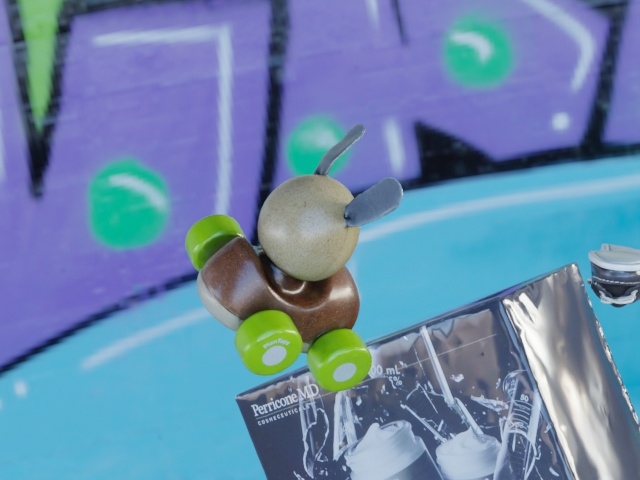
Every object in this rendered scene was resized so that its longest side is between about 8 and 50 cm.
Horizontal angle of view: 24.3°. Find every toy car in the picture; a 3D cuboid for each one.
[{"bbox_3d":[0.000,0.000,1.221,0.149,0.188,0.155,17,29,-39],"label":"toy car"}]

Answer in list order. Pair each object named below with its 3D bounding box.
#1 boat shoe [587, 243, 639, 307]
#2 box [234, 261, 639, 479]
[{"bbox_3d":[0.193,0.024,0.959,0.046,0.038,0.125,9,4,8],"label":"boat shoe"},{"bbox_3d":[0.137,0.231,1.485,0.343,0.312,0.179,-24,-5,35],"label":"box"}]
